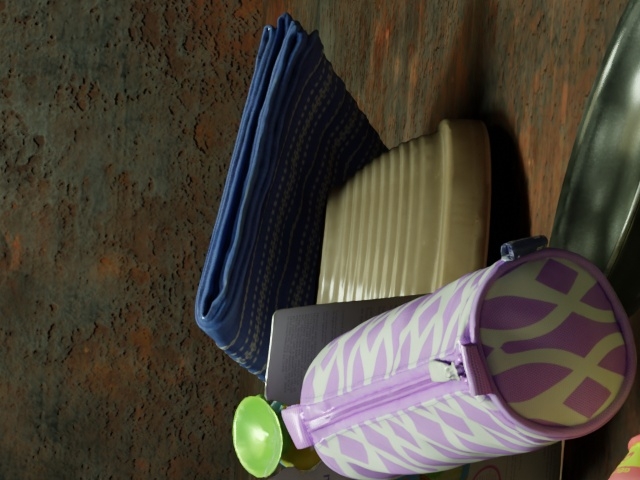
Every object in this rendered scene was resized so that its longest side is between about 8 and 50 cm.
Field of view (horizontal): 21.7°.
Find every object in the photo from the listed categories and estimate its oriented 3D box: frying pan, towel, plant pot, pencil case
[{"bbox_3d":[0.166,-0.102,0.770,0.197,0.053,0.326,-79,6,-72],"label":"frying pan"},{"bbox_3d":[0.000,0.000,1.298,0.336,0.040,0.243,47,-126,-64],"label":"towel"},{"bbox_3d":[0.052,0.026,1.204,0.237,0.109,0.237,-174,90,-88],"label":"plant pot"},{"bbox_3d":[0.060,0.064,0.765,0.086,0.088,0.206,64,155,4],"label":"pencil case"}]

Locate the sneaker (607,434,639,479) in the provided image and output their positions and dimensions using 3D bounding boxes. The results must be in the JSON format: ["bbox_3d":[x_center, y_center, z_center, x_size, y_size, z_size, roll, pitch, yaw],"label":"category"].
[{"bbox_3d":[0.156,0.082,0.664,0.081,0.094,0.209,101,169,-51],"label":"sneaker"}]

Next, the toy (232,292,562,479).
[{"bbox_3d":[0.046,0.092,0.942,0.056,0.237,0.137,14,103,44],"label":"toy"}]
